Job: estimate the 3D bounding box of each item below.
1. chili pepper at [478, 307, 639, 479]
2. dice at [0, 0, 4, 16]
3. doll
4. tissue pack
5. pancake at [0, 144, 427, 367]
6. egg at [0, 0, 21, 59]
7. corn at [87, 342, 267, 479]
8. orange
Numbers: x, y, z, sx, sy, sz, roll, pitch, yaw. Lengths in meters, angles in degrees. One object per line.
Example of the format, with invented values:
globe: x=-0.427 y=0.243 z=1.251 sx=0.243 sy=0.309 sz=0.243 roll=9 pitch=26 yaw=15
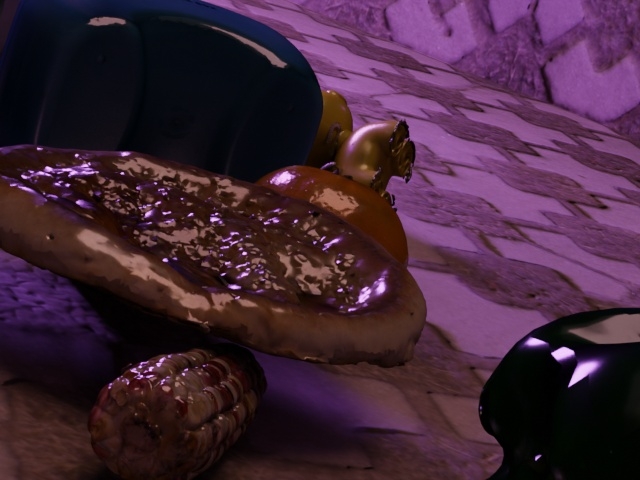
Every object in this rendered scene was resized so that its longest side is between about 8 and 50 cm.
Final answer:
chili pepper: x=0.219 y=0.154 z=1.098 sx=0.256 sy=0.233 sz=0.248 roll=6 pitch=1 yaw=-18
dice: x=-0.450 y=-0.283 z=1.624 sx=0.328 sy=0.348 sz=0.330 roll=15 pitch=15 yaw=-25
doll: x=-0.009 y=-0.102 z=2.061 sx=0.221 sy=0.135 sz=0.143 roll=19 pitch=-21 yaw=22
tissue pack: x=-0.159 y=-0.135 z=1.753 sx=0.287 sy=0.198 sz=0.206 roll=11 pitch=16 yaw=-27
pancake: x=-0.089 y=0.005 z=1.332 sx=0.356 sy=0.065 sz=0.356 roll=18 pitch=16 yaw=-6
egg: x=-0.357 y=-0.340 z=2.124 sx=0.336 sy=0.278 sz=0.278 roll=27 pitch=14 yaw=9
corn: x=-0.082 y=0.101 z=1.172 sx=0.079 sy=0.079 sz=0.237 roll=21 pitch=8 yaw=7
orange: x=0.000 y=0.000 z=1.600 sx=0.156 sy=0.124 sz=0.156 roll=16 pitch=16 yaw=-5
